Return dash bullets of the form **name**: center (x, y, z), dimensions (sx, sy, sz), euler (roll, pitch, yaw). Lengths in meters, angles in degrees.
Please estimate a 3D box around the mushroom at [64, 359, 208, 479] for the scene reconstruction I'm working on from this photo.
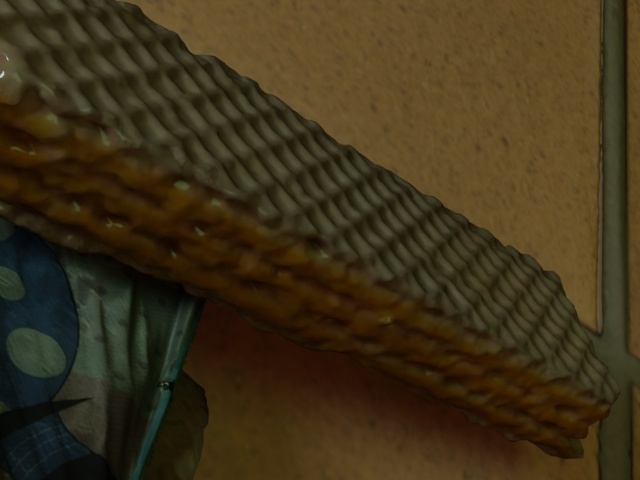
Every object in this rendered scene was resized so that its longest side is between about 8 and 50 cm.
- **mushroom**: center (-0.098, 0.107, 0.343), dimensions (0.094, 0.072, 0.210), euler (35, 49, -13)

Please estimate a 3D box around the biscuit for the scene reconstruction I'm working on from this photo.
- **biscuit**: center (0.000, 0.000, 0.449), dimensions (0.378, 0.054, 0.094), euler (29, 31, -36)

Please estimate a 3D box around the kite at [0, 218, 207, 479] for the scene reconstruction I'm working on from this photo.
- **kite**: center (-0.142, -0.030, 0.342), dimensions (0.406, 0.014, 0.368), euler (11, 44, -52)
